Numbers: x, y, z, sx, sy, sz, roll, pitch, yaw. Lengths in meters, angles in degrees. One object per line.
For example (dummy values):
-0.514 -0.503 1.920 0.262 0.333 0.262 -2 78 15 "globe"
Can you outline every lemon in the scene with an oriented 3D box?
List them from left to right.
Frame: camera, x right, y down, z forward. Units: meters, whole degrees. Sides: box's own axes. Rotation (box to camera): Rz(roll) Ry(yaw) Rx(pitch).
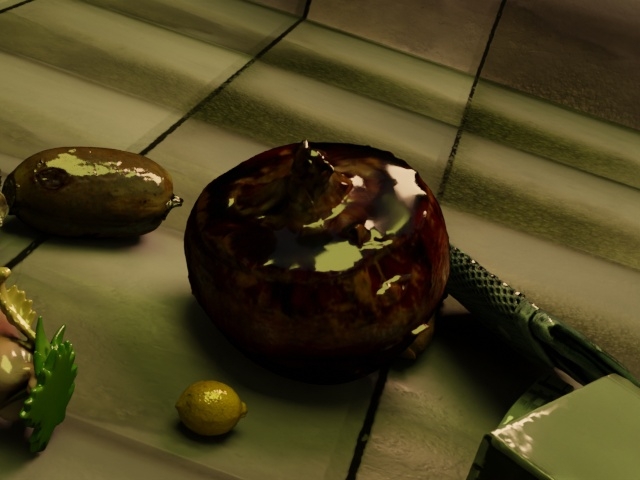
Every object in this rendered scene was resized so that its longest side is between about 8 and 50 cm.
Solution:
-0.119 0.184 1.217 0.083 0.062 0.062 5 27 -21 "lemon"

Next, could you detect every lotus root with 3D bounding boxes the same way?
-0.318 -0.068 1.540 0.241 0.124 0.123 5 48 -26 "lotus root"

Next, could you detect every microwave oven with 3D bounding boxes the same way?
0.210 0.297 0.913 0.181 0.295 0.237 35 29 32 "microwave oven"

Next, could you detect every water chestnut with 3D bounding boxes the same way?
0.000 0.000 1.375 0.350 0.302 0.350 -3 40 2 "water chestnut"

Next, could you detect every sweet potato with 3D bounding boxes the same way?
0.137 0.096 1.568 0.075 0.075 0.273 21 21 8 "sweet potato"

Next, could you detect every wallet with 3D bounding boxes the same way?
0.270 0.106 1.512 0.237 0.075 0.342 38 2 -33 "wallet"

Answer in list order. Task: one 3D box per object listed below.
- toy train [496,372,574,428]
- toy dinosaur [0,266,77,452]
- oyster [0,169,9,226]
0.253 0.233 1.375 0.052 0.051 0.234 24 25 23 "toy train"
-0.346 0.138 1.113 0.177 0.152 0.194 20 65 7 "toy dinosaur"
-0.496 -0.053 1.407 0.198 0.112 0.268 0 38 -24 "oyster"
